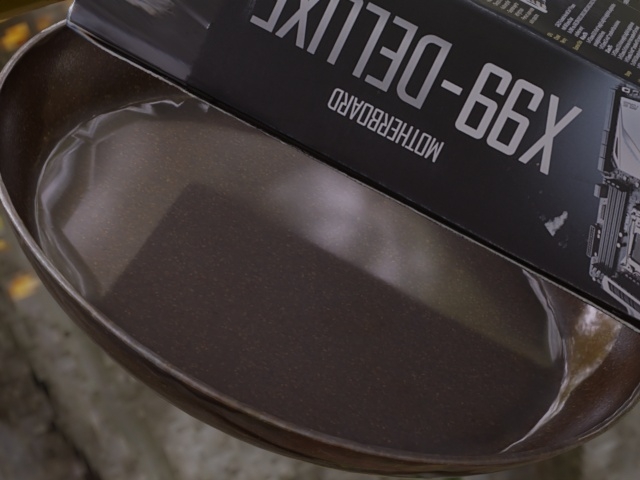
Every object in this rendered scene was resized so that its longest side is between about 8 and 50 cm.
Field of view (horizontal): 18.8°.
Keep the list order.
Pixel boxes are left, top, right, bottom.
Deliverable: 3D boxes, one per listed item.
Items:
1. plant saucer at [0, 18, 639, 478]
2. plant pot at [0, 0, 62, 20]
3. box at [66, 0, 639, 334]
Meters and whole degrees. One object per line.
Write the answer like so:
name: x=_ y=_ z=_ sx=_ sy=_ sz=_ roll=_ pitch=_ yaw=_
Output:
plant saucer: x=0.000 y=0.000 z=0.852 sx=0.310 sy=0.310 sz=0.050 roll=-8 pitch=-45 yaw=-37
plant pot: x=-0.259 y=-0.240 z=1.052 sx=0.212 sy=0.187 sz=0.212 roll=-15 pitch=-31 yaw=15
box: x=0.067 y=-0.083 z=0.767 sx=0.076 sy=0.242 sz=0.307 roll=-64 pitch=-5 yaw=19
